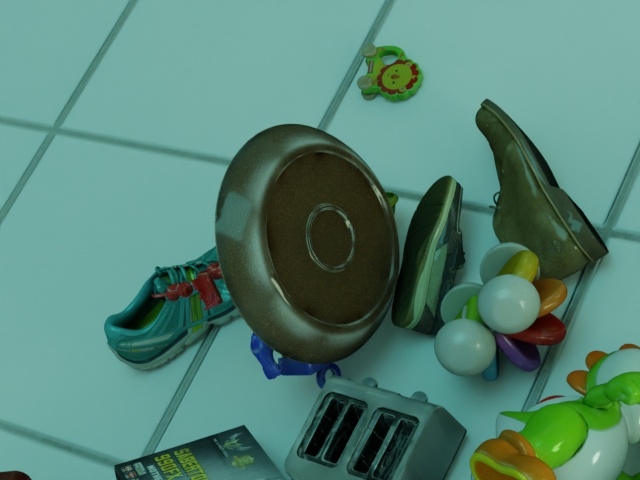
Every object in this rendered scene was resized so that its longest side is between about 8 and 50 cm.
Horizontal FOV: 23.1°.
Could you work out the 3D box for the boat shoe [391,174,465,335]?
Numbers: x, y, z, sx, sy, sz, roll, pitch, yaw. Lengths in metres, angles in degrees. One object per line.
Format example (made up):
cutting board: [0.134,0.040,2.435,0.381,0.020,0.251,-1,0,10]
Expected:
boat shoe: [0.155,0.023,2.083,0.080,0.073,0.223,-25,43,58]

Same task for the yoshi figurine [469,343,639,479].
yoshi figurine: [0.341,0.229,1.733,0.362,0.203,0.203,-31,-1,-35]

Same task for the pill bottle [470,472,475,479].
pill bottle: [0.223,0.345,1.789,0.108,0.108,0.193,-9,53,22]

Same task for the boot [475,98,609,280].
boot: [0.259,-0.067,2.078,0.115,0.112,0.305,-37,49,14]

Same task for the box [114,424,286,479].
box: [-0.137,0.324,1.935,0.183,0.056,0.231,-16,25,-16]

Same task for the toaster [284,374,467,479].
toaster: [0.062,0.268,1.929,0.168,0.110,0.186,14,65,35]

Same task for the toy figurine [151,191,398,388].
toy figurine: [-0.019,0.093,2.094,0.362,0.217,0.191,-27,5,-43]

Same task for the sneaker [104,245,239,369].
sneaker: [-0.183,0.073,2.200,0.275,0.110,0.107,-40,48,-5]

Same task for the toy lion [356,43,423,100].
toy lion: [0.106,-0.250,2.336,0.096,0.034,0.100,-4,55,17]

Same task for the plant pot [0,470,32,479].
plant pot: [-0.444,0.443,1.986,0.267,0.267,0.236,-9,42,22]

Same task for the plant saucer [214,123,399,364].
plant saucer: [0.000,0.000,1.979,0.050,0.310,0.310,-13,50,44]

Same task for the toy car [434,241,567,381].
toy car: [0.231,0.102,1.946,0.182,0.136,0.159,-47,10,23]
